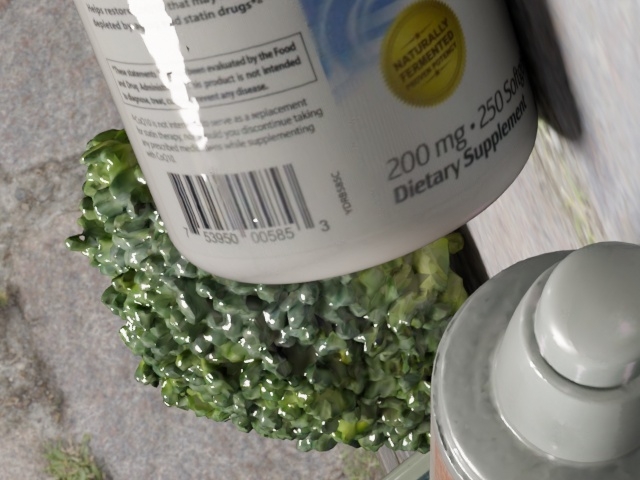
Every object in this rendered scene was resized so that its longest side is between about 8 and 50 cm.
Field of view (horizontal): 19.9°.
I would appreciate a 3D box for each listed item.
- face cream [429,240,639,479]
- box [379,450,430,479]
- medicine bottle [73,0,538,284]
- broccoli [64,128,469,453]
[{"bbox_3d":[0.086,0.057,0.620,0.252,0.101,0.101,79,168,-70],"label":"face cream"},{"bbox_3d":[0.049,0.229,1.242,0.130,0.227,0.162,49,170,16],"label":"box"},{"bbox_3d":[-0.028,-0.140,0.673,0.157,0.157,0.289,-121,10,-65],"label":"medicine bottle"},{"bbox_3d":[0.000,0.000,1.109,0.288,0.247,0.246,57,-137,-56],"label":"broccoli"}]
